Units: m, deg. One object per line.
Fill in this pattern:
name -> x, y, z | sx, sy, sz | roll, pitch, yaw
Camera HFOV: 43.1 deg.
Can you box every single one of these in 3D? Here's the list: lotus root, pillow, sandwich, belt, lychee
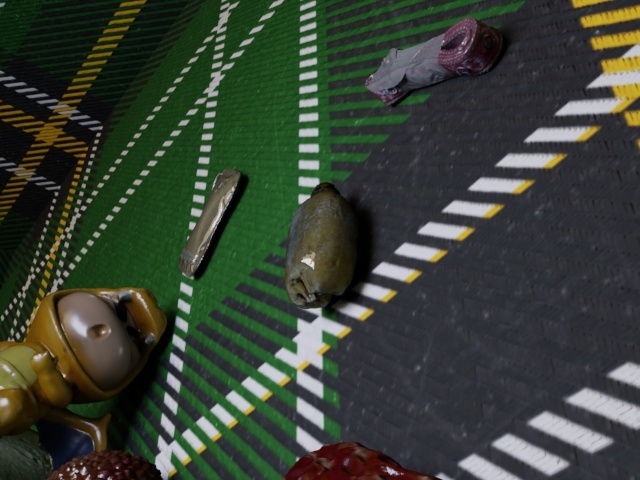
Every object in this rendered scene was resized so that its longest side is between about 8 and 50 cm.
lotus root -> 0.000, 0.000, 1.042 | 0.113, 0.088, 0.192 | -46, 30, 44
pillow -> -0.207, -0.035, 1.514 | 0.217, 0.033, 0.130 | -63, 25, -1
sandwich -> -0.597, 0.443, 1.502 | 0.099, 0.271, 0.301 | -51, 26, 3
belt -> 0.142, -0.230, 1.040 | 0.232, 0.053, 0.071 | -7, 67, 60
lychee -> -0.308, 0.379, 1.154 | 0.188, 0.188, 0.188 | -43, 32, 35

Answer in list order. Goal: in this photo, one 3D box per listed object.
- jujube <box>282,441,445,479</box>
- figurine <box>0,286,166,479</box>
jujube -> 0.043, 0.249, 0.664 | 0.155, 0.155, 0.230 | -65, 18, -5
figurine -> -0.494, 0.226, 1.421 | 0.401, 0.387, 0.268 | 8, 113, 33
